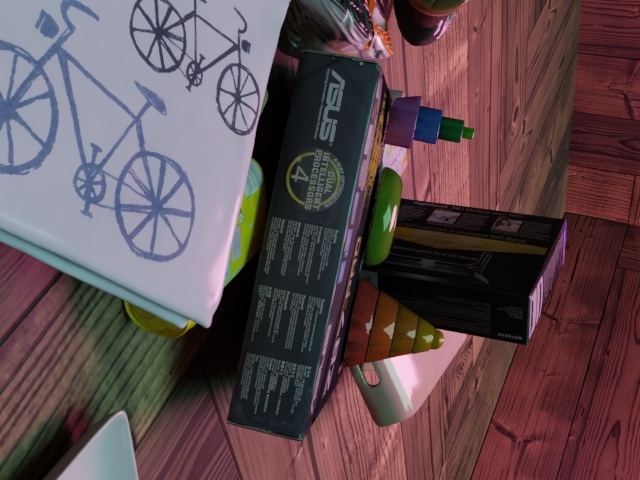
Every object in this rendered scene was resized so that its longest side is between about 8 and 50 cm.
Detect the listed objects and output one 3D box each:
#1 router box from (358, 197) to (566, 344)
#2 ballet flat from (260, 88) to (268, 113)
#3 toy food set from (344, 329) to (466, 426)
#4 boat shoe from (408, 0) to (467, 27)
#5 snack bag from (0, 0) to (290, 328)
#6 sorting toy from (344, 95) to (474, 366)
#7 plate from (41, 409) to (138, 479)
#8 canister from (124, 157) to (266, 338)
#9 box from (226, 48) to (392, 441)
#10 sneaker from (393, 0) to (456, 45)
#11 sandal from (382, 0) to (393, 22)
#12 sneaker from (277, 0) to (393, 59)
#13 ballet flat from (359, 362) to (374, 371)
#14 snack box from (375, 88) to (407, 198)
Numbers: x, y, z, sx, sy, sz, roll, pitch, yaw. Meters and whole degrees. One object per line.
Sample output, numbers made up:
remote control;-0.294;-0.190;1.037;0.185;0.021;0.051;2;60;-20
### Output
router box;0.182;0.032;1.292;0.243;0.308;0.081;-45;138;-52
ballet flat;-0.119;-0.108;0.804;0.232;0.080;0.073;-56;139;-43
toy food set;0.127;0.131;1.457;0.306;0.092;0.220;-43;115;-49
boat shoe;0.166;-0.442;1.129;0.123;0.123;0.342;98;0;-85
snack bag;-0.149;-0.138;0.668;0.323;0.037;0.343;35;61;-52
sorting toy;0.120;0.004;1.112;0.127;0.126;0.366;-63;164;-70
plate;-0.246;0.327;0.761;0.278;0.045;0.277;-49;145;-51
canister;-0.119;-0.002;0.861;0.170;0.073;0.126;-49;145;-53
box;0.000;0.000;1.034;0.318;0.097;0.395;-4;106;-81
sneaker;0.130;-0.419;1.235;0.130;0.109;0.287;-20;113;-53
sandal;0.061;-0.331;1.153;0.219;0.060;0.090;69;43;-77
sneaker;-0.003;-0.235;0.943;0.262;0.121;0.099;13;64;-73
ballet flat;0.149;0.163;1.578;0.248;0.086;0.086;-45;142;-53
snack box;0.100;-0.148;1.357;0.100;0.037;0.141;-55;149;-42
